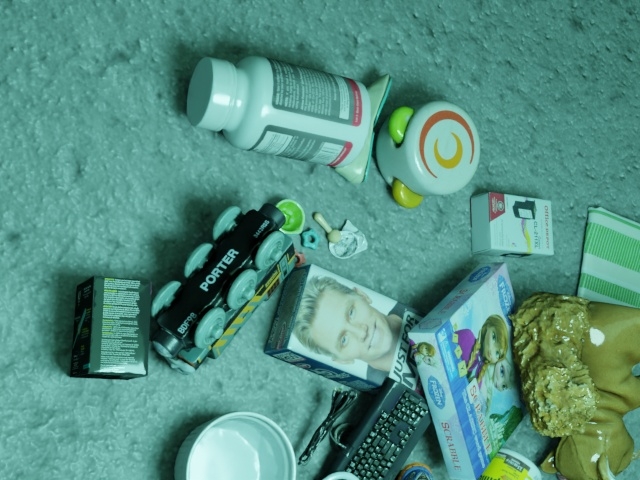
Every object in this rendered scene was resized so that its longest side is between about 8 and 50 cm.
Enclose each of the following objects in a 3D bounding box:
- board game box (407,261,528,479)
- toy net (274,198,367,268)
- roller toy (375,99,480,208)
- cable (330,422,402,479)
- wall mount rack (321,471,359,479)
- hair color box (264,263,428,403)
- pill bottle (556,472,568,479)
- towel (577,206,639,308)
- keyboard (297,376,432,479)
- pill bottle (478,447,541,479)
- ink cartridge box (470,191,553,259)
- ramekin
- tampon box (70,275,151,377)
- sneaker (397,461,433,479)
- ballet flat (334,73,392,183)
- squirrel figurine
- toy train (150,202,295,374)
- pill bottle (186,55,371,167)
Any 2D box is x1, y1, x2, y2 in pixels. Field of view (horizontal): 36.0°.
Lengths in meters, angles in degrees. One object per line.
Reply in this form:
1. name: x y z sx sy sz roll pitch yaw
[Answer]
1. board game box: 0.311 0.250 1.941 0.318 0.066 0.318 -37 116 -48
2. toy net: 0.000 0.000 1.924 0.232 0.045 0.122 12 74 -27
3. roller toy: 0.217 -0.184 2.023 0.191 0.146 0.209 -22 102 -30
4. cable: 0.140 0.456 1.894 0.139 0.072 0.287 -35 99 -20
5. wall mount rack: -0.017 0.581 1.720 0.304 0.130 0.350 17 84 -27
6. hair color box: 0.082 0.192 1.899 0.347 0.105 0.174 24 69 -23
7. pill bottle: 0.574 0.540 2.116 0.087 0.087 0.160 -29 94 -30
8. towel: 0.699 0.103 2.302 0.248 0.038 0.325 19 73 -24
9. keyboard: 0.062 0.396 1.827 0.201 0.033 0.317 34 86 -16
10. pill bottle: 0.347 0.532 1.973 0.117 0.117 0.215 44 63 -15
11. ink cartridge box: 0.418 -0.031 2.147 0.175 0.072 0.127 5 77 -28
12. ramekin: -0.156 0.403 1.722 0.207 0.109 0.207 6 78 -28
13. tampon box: -0.351 0.149 1.654 0.101 0.120 0.161 7 77 -27
14. sneaker: 0.160 0.525 1.822 0.083 0.087 0.221 10 88 -2
15. ballet flat: 0.081 -0.237 2.001 0.086 0.086 0.248 23 71 -24
16. squirrel figurine: 0.518 0.305 1.990 0.397 0.281 0.370 15 84 -38
17. toy train: -0.168 0.088 1.735 0.142 0.190 0.334 28 66 20
18. pill bottle: -0.080 -0.247 1.851 0.318 0.176 0.176 9 76 -28
